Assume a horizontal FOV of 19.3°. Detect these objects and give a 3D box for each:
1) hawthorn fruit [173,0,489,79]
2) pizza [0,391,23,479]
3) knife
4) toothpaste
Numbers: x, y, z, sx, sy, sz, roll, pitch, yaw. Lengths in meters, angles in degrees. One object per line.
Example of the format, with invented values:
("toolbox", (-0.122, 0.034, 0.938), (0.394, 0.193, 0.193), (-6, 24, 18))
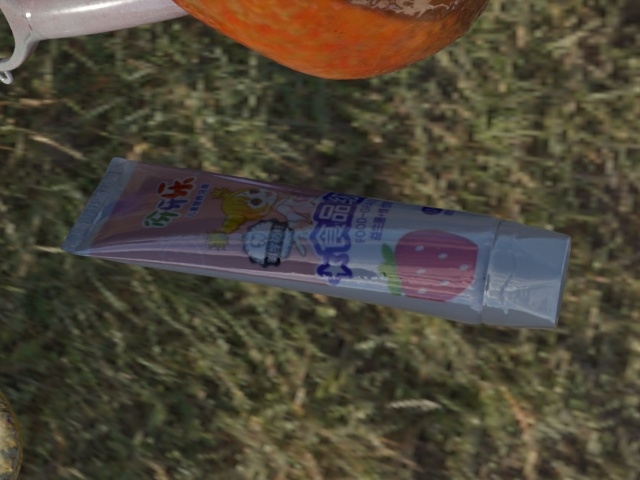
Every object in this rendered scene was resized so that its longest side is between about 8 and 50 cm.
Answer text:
("hawthorn fruit", (0.016, -0.190, 1.031), (0.262, 0.210, 0.210), (33, 79, -43))
("pizza", (-0.396, 0.225, 1.705), (0.262, 0.034, 0.181), (-7, 59, 9))
("knife", (-0.175, -0.179, 1.476), (0.123, 0.278, 0.053), (63, 34, -38))
("toothpaste", (0.000, 0.000, 0.746), (0.195, 0.067, 0.043), (9, 128, 10))
